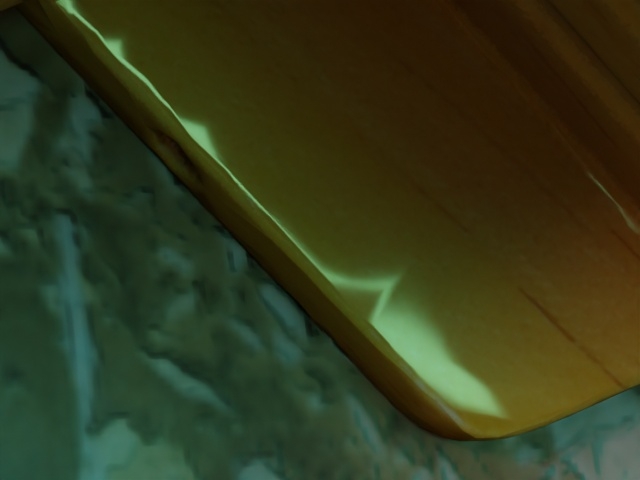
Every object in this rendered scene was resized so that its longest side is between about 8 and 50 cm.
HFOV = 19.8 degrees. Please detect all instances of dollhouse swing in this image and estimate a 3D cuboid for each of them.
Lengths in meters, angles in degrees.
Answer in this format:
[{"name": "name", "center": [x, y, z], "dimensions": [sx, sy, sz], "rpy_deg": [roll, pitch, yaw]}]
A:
[{"name": "dollhouse swing", "center": [0.000, 0.000, 0.342], "dimensions": [0.315, 0.347, 0.305], "rpy_deg": [47, 71, -8]}]
